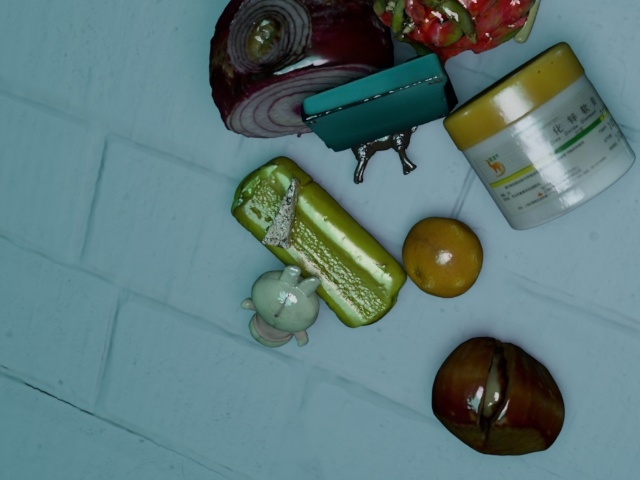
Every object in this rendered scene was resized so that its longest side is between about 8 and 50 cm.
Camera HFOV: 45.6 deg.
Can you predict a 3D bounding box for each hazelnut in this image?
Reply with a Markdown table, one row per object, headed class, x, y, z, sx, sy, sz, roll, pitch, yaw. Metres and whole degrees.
| class | x | y | z | sx | sy | sz | roll | pitch | yaw |
| --- | --- | --- | --- | --- | --- | --- | --- | --- | --- |
| hazelnut | 0.335 | 0.293 | 1.433 | 0.251 | 0.217 | 0.217 | 21 | 109 | -1 |

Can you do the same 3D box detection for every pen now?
| class | x | y | z | sx | sy | sz | roll | pitch | yaw |
| --- | --- | --- | --- | --- | --- | --- | --- | --- | --- |
| pen | 0.372 | -0.455 | 1.301 | 0.032 | 0.040 | 0.233 | 20 | 109 | 24 |

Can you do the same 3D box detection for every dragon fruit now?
| class | x | y | z | sx | sy | sz | roll | pitch | yaw |
| --- | --- | --- | --- | --- | --- | --- | --- | --- | --- |
| dragon fruit | 0.212 | -0.410 | 1.226 | 0.237 | 0.302 | 0.231 | -19 | 92 | 51 |

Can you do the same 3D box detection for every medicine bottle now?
| class | x | y | z | sx | sy | sz | roll | pitch | yaw |
| --- | --- | --- | --- | --- | --- | --- | --- | --- | --- |
| medicine bottle | 0.363 | -0.171 | 1.271 | 0.238 | 0.238 | 0.232 | -33 | 94 | 21 |

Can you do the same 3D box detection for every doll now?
| class | x | y | z | sx | sy | sz | roll | pitch | yaw |
| --- | --- | --- | --- | --- | --- | --- | --- | --- | --- |
| doll | 0.117 | -0.196 | 1.434 | 0.139 | 0.057 | 0.165 | -7 | 93 | 19 |
| doll | -0.074 | 0.136 | 1.472 | 0.155 | 0.113 | 0.275 | 33 | 155 | 0 |

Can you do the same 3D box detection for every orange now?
| class | x | y | z | sx | sy | sz | roll | pitch | yaw |
| --- | --- | --- | --- | --- | --- | --- | --- | --- | --- |
| orange | 0.229 | 0.027 | 1.411 | 0.136 | 0.159 | 0.159 | -30 | 96 | -21 |

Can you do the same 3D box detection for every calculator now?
| class | x | y | z | sx | sy | sz | roll | pitch | yaw |
| --- | --- | --- | --- | --- | --- | --- | --- | --- | --- |
| calculator | 0.098 | -0.227 | 1.273 | 0.248 | 0.274 | 0.058 | -18 | 83 | 14 |

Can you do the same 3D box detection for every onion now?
| class | x | y | z | sx | sy | sz | roll | pitch | yaw |
| --- | --- | --- | --- | --- | --- | --- | --- | --- | --- |
| onion | -0.050 | -0.344 | 1.329 | 0.336 | 0.282 | 0.260 | -20 | 78 | 29 |

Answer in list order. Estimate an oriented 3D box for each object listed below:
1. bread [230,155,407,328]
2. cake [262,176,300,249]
| class | x | y | z | sx | sy | sz | roll | pitch | yaw |
| --- | --- | --- | --- | --- | --- | --- | --- | --- | --- |
| bread | 0.000 | 0.000 | 1.485 | 0.383 | 0.112 | 0.166 | 44 | 108 | 1 |
| cake | -0.057 | -0.047 | 1.401 | 0.055 | 0.051 | 0.140 | 28 | 109 | 7 |
